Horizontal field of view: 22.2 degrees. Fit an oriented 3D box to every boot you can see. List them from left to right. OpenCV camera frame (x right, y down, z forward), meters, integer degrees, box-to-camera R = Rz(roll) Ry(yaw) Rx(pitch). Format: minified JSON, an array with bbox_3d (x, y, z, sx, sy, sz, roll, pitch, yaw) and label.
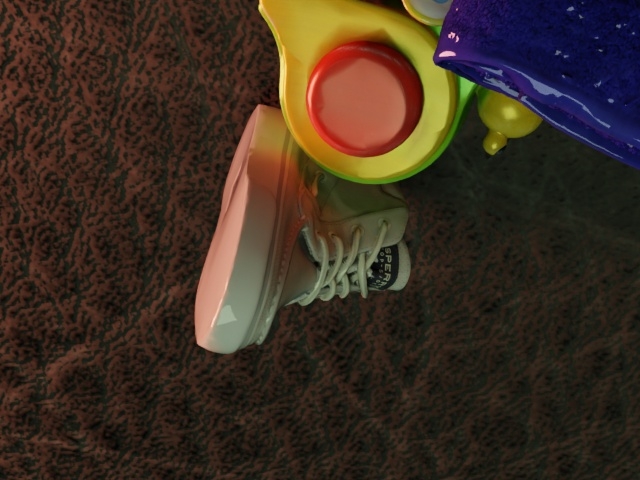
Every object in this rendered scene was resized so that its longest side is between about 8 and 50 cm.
[{"bbox_3d":[0.000,0.000,1.001,0.123,0.258,0.095,21,119,-7],"label":"boot"}]

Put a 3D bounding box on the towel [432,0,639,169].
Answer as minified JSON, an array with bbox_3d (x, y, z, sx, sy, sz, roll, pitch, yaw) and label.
[{"bbox_3d":[0.216,-0.175,0.785,0.228,0.076,0.308,23,91,-12],"label":"towel"}]

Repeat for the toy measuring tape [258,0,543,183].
[{"bbox_3d":[-0.025,-0.111,1.004,0.330,0.121,0.121,17,132,9],"label":"toy measuring tape"}]

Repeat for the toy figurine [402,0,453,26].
[{"bbox_3d":[0.074,-0.234,0.889,0.363,0.191,0.217,16,103,-1],"label":"toy figurine"}]
